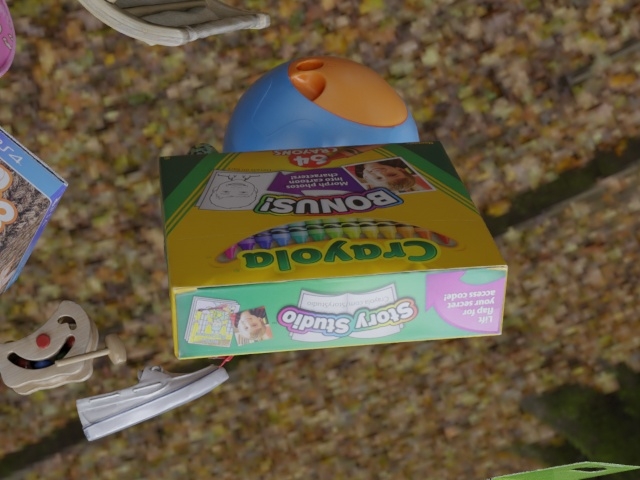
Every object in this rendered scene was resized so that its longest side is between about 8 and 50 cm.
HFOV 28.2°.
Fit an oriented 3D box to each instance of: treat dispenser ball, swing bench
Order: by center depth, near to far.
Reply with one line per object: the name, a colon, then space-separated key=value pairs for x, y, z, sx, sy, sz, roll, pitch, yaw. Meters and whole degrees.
swing bench: x=-0.128 y=-0.324 z=1.183 sx=0.253 sy=0.165 sz=0.255 roll=-40 pitch=148 yaw=-71
treat dispenser ball: x=0.001 y=-0.125 z=1.856 sx=0.288 sy=0.288 sz=0.288 roll=-15 pitch=154 yaw=-7

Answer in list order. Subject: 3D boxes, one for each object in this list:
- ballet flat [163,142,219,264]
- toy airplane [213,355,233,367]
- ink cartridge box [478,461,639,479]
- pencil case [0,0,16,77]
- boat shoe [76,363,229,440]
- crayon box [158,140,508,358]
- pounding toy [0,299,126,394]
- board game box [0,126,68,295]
ballet flat: x=-0.172 y=-0.051 z=1.725 sx=0.070 sy=0.188 sz=0.070 roll=6 pitch=164 yaw=2
toy airplane: x=-0.123 y=0.151 z=2.046 sx=0.151 sy=0.028 sz=0.151 roll=-44 pitch=178 yaw=-2
ink cartridge box: x=0.267 y=0.351 z=1.622 sx=0.255 sy=0.097 sz=0.189 roll=-19 pitch=158 yaw=32
pencil case: x=-0.568 y=-0.240 z=1.625 sx=0.386 sy=0.160 sz=0.167 roll=-10 pitch=126 yaw=32
boat shoe: x=-0.284 y=0.251 z=2.145 sx=0.258 sy=0.084 sz=0.095 roll=-21 pitch=173 yaw=-15
crayon box: x=0.000 y=0.000 z=1.491 sx=0.363 sy=0.313 sz=0.106 roll=-4 pitch=119 yaw=-8
pounding toy: x=-0.529 y=0.198 z=2.531 sx=0.269 sy=0.154 sz=0.155 roll=-14 pitch=160 yaw=-1
board game box: x=-0.411 y=0.040 z=1.228 sx=0.291 sy=0.141 sz=0.232 roll=-52 pitch=-177 yaw=-35
